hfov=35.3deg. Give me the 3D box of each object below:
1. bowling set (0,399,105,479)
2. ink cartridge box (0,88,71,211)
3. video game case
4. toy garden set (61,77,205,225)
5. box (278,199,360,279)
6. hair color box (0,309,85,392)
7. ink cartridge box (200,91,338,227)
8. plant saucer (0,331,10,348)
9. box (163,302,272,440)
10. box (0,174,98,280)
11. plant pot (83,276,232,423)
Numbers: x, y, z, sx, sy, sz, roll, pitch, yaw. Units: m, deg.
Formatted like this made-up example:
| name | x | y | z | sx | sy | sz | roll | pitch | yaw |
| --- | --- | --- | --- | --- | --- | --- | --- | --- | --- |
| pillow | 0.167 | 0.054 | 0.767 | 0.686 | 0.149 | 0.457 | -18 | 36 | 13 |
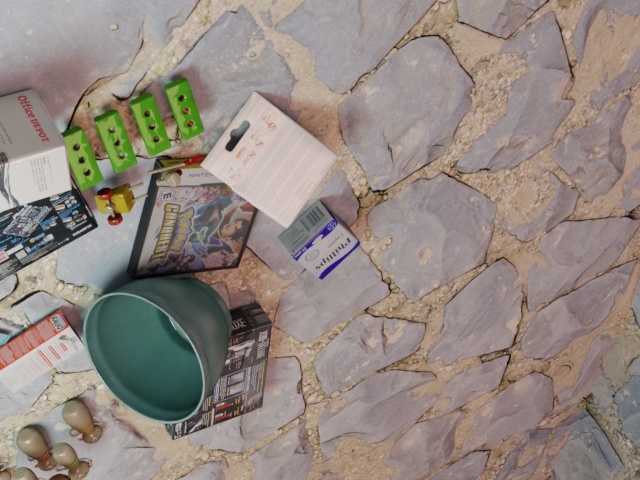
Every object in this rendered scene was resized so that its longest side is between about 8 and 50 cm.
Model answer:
| name | x | y | z | sx | sy | sz | roll | pitch | yaw |
| --- | --- | --- | --- | --- | --- | --- | --- | --- | --- |
| bowling set | -0.582 | 0.500 | 2.152 | 0.287 | 0.200 | 0.154 | -27 | 142 | -8 |
| ink cartridge box | -0.531 | -0.128 | 1.572 | 0.237 | 0.172 | 0.100 | -20 | 139 | -23 |
| video game case | -0.240 | -0.046 | 1.999 | 0.248 | 0.035 | 0.275 | -6 | 131 | -35 |
| toy garden set | -0.324 | -0.157 | 1.795 | 0.244 | 0.049 | 0.204 | -28 | 128 | -17 |
| box | 0.000 | 0.000 | 2.207 | 0.126 | 0.072 | 0.137 | -43 | 142 | 7 |
| hair color box | -0.561 | 0.219 | 1.982 | 0.167 | 0.053 | 0.093 | -32 | 149 | -12 |
| ink cartridge box | -0.101 | -0.158 | 1.955 | 0.224 | 0.056 | 0.181 | 36 | 91 | -24 |
| plant saucer | -0.680 | 0.179 | 1.887 | 0.067 | 0.018 | 0.192 | -49 | 140 | 14 |
| box | -0.243 | 0.304 | 2.313 | 0.242 | 0.076 | 0.308 | -17 | 137 | -25 |
| box | -0.523 | -0.038 | 1.767 | 0.220 | 0.051 | 0.175 | -30 | 141 | -10 |
| plant pot | -0.299 | 0.192 | 2.022 | 0.196 | 0.293 | 0.293 | -40 | 155 | -51 |
